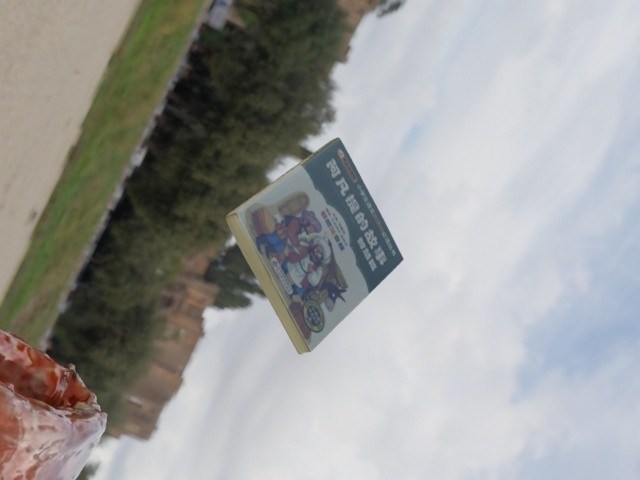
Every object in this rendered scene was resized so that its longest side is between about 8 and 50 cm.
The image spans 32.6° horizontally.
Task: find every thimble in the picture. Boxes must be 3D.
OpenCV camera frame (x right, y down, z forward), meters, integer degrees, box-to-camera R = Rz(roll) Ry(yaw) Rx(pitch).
[{"bbox_3d":[-0.371,0.200,1.227,0.162,0.239,0.239,-57,-167,4],"label":"thimble"}]

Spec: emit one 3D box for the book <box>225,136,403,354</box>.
[{"bbox_3d":[0.000,0.000,1.440,0.027,0.202,0.264,-21,-168,39],"label":"book"}]
